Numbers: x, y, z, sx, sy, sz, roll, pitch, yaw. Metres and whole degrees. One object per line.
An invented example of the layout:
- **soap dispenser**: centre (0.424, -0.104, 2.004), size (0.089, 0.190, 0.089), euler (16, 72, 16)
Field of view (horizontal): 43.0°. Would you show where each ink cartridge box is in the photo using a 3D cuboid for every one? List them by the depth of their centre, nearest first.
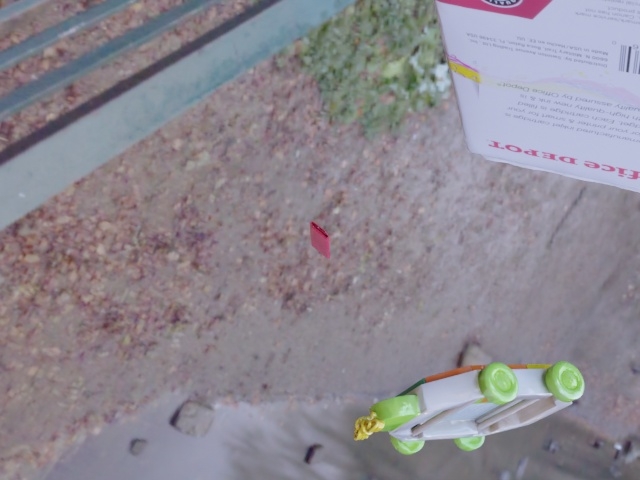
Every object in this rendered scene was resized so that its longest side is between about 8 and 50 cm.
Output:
- **ink cartridge box**: centre (0.219, -0.167, 0.629), size (0.131, 0.226, 0.306), euler (-68, 158, -14)

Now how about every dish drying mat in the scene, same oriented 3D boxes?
- **dish drying mat**: centre (0.000, 0.000, 1.033), size (0.008, 0.032, 0.083), euler (-49, 167, -13)

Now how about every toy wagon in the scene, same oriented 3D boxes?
- **toy wagon**: centre (0.203, 0.245, 1.190), size (0.344, 0.267, 0.068), euler (4, 59, -27)
